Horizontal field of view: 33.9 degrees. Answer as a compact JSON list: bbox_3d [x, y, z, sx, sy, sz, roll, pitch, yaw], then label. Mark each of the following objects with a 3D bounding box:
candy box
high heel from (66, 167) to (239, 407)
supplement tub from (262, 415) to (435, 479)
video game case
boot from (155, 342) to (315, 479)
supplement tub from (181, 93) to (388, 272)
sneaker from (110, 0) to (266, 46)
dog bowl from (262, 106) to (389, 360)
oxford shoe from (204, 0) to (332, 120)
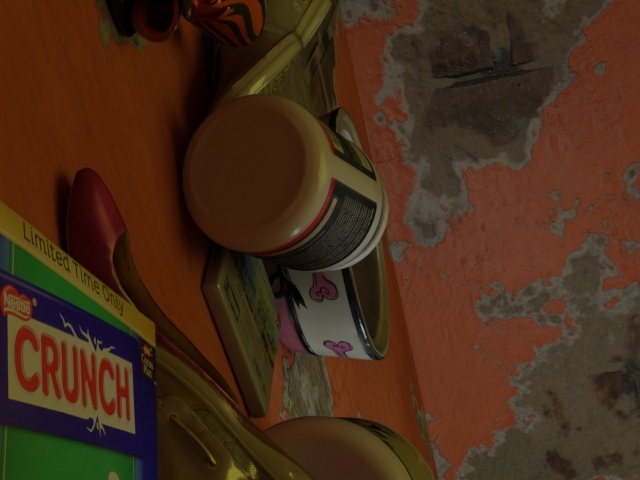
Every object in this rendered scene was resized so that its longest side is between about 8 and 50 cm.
[{"bbox_3d":[-0.191,0.162,0.603,0.268,0.122,0.317,55,27,-64],"label":"candy box"},{"bbox_3d":[-0.149,0.050,0.931,0.082,0.117,0.244,-32,113,-78],"label":"high heel"},{"bbox_3d":[0.022,0.333,1.281,0.325,0.236,0.235,40,42,-75],"label":"supplement tub"},{"bbox_3d":[-0.101,0.087,1.409,0.206,0.026,0.227,-83,160,-55],"label":"video game case"},{"bbox_3d":[-0.145,0.207,0.829,0.203,0.262,0.095,-49,179,-28],"label":"boot"},{"bbox_3d":[-0.035,-0.062,1.332,0.272,0.191,0.191,24,57,-66],"label":"supplement tub"},{"bbox_3d":[-0.162,-0.278,1.193,0.321,0.125,0.180,46,40,-54],"label":"sneaker"},{"bbox_3d":[0.000,0.000,1.681,0.408,0.150,0.407,-10,90,-79],"label":"dog bowl"},{"bbox_3d":[-0.097,-0.273,1.494,0.130,0.169,0.449,36,34,-11],"label":"oxford shoe"}]
